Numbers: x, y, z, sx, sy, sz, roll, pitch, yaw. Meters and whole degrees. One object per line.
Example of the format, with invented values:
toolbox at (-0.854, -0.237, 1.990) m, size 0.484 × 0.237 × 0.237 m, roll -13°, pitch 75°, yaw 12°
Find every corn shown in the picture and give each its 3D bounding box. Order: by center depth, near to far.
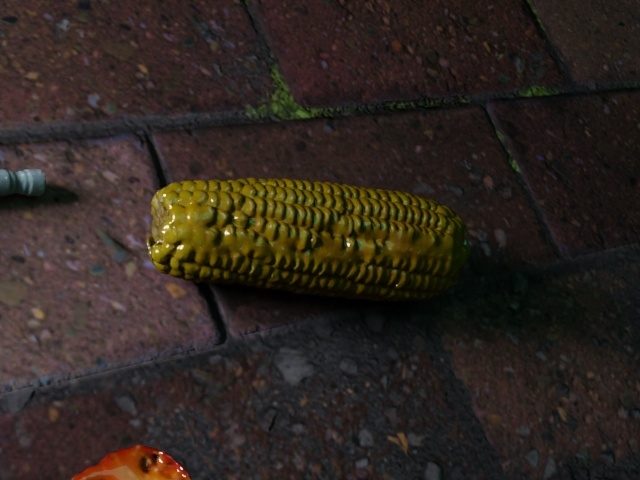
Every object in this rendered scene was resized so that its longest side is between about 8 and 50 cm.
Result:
corn at (0.000, 0.000, 1.055) m, size 0.363 × 0.120 × 0.120 m, roll 3°, pitch 61°, yaw -31°

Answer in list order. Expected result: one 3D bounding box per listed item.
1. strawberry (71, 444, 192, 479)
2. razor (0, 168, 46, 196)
strawberry at (-0.173, 0.237, 0.823) m, size 0.188 × 0.082 × 0.121 m, roll -13°, pitch 50°, yaw -29°
razor at (-0.344, -0.051, 0.897) m, size 0.232 × 0.068 × 0.106 m, roll -5°, pitch 66°, yaw -41°
